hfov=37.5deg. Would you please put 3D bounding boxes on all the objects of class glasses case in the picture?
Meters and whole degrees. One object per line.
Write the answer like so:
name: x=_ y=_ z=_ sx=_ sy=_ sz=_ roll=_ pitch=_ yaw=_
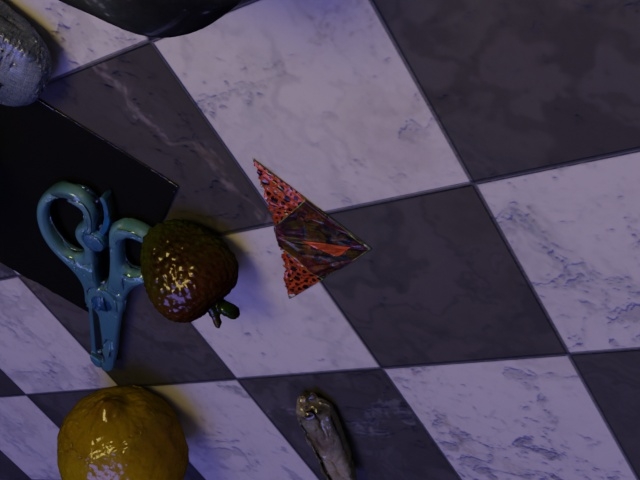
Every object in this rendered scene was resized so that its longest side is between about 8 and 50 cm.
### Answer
glasses case: x=-0.407 y=-0.245 z=0.988 sx=0.282 sy=0.067 sz=0.109 roll=35 pitch=138 yaw=-10

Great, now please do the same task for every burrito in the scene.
burrito: x=0.008 y=0.279 z=1.321 sx=0.058 sy=0.045 sz=0.188 roll=-14 pitch=127 yaw=8

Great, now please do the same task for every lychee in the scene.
lychee: x=-0.152 y=0.041 z=1.111 sx=0.146 sy=0.114 sz=0.114 roll=53 pitch=138 yaw=1

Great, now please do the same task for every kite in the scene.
kite: x=0.000 y=0.001 z=1.063 sx=0.125 sy=0.008 sz=0.222 roll=7 pitch=136 yaw=20

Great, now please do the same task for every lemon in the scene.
lemon: x=-0.297 y=0.321 z=1.424 sx=0.192 sy=0.192 sz=0.231 roll=10 pitch=137 yaw=21

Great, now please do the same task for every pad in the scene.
pad: x=-0.337 y=-0.033 z=1.220 sx=0.247 sy=0.007 sz=0.367 roll=32 pitch=140 yaw=-3

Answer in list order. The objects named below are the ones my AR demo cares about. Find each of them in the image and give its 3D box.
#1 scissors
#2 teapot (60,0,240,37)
scissors: x=-0.296 y=0.068 z=1.272 sx=0.180 sy=0.032 sz=0.393 roll=24 pitch=140 yaw=6
teapot: x=-0.209 y=-0.312 z=0.693 sx=0.344 sy=0.253 sz=0.300 roll=12 pitch=104 yaw=26
